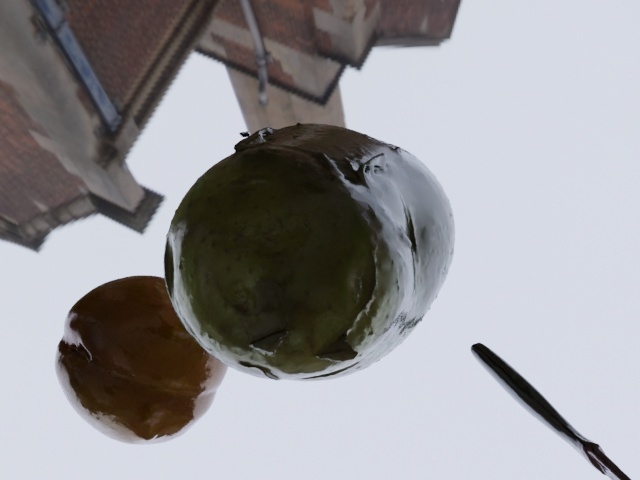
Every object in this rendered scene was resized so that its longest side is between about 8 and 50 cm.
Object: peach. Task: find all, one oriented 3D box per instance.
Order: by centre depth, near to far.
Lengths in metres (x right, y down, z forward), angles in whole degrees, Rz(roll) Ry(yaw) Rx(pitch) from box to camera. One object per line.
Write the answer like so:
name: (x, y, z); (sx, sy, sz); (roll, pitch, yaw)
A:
peach: (-0.147, 0.095, 0.892); (0.138, 0.138, 0.138); (-2, -112, 5)

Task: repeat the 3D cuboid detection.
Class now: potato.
potato: (0.000, 0.000, 0.708); (0.143, 0.248, 0.169); (-35, -94, 33)

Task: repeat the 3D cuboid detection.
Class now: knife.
knife: (0.201, 0.155, 0.827); (0.018, 0.035, 0.247); (-41, -122, -10)
